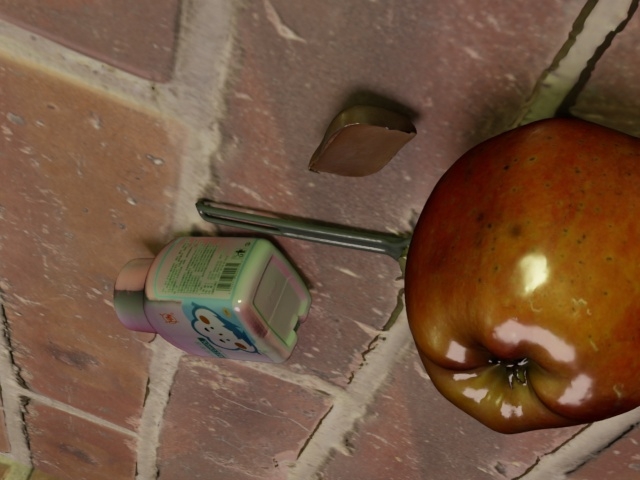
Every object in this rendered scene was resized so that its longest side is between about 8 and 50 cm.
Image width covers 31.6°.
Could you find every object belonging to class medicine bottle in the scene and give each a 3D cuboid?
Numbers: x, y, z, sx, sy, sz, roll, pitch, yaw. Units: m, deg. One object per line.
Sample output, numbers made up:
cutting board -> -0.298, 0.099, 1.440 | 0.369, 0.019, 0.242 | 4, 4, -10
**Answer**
medicine bottle -> -0.118, 0.060, 1.169 | 0.187, 0.094, 0.119 | 1, 144, 32

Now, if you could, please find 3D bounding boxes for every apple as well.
apple -> 0.164, 0.027, 0.798 | 0.233, 0.234, 0.234 | 16, 152, 9

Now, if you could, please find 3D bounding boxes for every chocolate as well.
chocolate -> 0.032, -0.081, 0.891 | 0.064, 0.031, 0.101 | 8, 159, -14

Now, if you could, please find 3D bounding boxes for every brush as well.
brush -> 0.000, 0.000, 1.057 | 0.266, 0.027, 0.062 | 11, 150, 18
